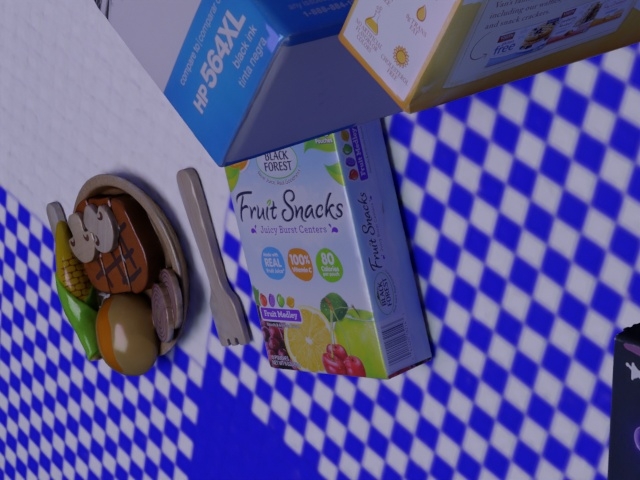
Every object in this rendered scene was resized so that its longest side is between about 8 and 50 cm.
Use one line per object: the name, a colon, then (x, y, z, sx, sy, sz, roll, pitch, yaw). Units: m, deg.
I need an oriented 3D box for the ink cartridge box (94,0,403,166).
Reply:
ink cartridge box: (-0.032, -0.147, 0.676, 0.203, 0.148, 0.086, 53, 140, 20)

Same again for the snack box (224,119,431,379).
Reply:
snack box: (0.000, 0.000, 0.794, 0.100, 0.037, 0.141, 0, 105, 49)

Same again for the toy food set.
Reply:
toy food set: (-0.129, 0.023, 0.959, 0.192, 0.038, 0.132, -12, 97, 52)

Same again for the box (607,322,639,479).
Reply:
box: (0.206, 0.165, 0.571, 0.184, 0.103, 0.261, 23, 123, 46)

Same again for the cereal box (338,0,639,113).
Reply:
cereal box: (0.118, -0.155, 0.474, 0.047, 0.173, 0.240, 51, 138, 24)
